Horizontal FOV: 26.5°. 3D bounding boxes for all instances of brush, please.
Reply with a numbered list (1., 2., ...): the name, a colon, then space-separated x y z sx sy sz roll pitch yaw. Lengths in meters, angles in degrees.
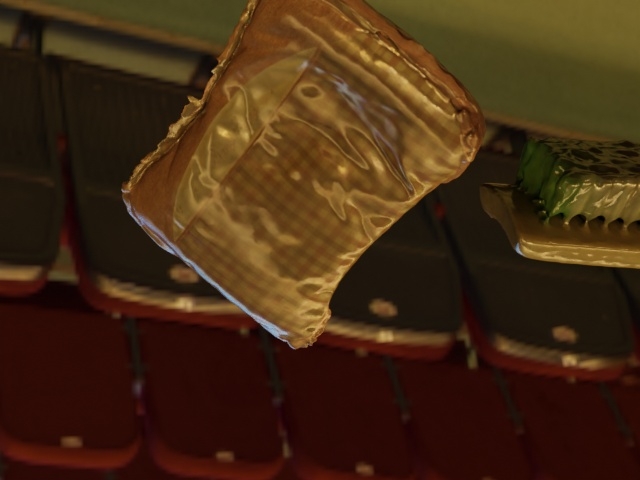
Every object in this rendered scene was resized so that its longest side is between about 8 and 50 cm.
1. brush: 0.209 -0.012 0.617 0.283 0.054 0.048 4 125 -21

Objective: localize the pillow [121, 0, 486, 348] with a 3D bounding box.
1. pillow: -0.015 -0.038 0.682 0.135 0.034 0.211 40 132 1
